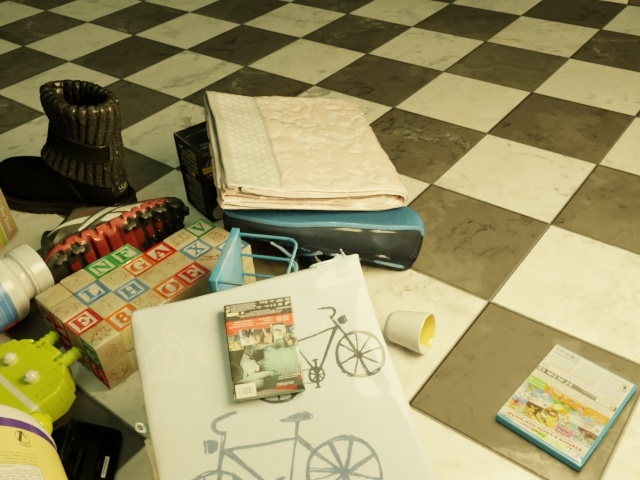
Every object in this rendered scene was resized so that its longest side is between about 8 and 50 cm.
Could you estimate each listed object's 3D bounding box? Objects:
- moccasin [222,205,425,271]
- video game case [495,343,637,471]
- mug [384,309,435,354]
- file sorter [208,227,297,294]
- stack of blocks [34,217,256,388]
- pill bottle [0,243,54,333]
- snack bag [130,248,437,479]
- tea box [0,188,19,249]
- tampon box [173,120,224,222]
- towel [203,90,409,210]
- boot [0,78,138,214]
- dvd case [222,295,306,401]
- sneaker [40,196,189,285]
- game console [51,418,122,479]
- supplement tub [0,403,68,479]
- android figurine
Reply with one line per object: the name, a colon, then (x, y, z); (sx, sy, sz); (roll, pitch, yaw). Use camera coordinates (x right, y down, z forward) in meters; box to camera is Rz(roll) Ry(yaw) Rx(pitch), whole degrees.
moccasin: (0.000, 0.000, 1.086); (0.342, 0.117, 0.138); (8, 30, 9)
video game case: (0.332, 0.218, 0.865); (0.119, 0.015, 0.166); (29, 48, 34)
mug: (0.134, 0.135, 0.966); (0.064, 0.078, 0.062); (10, 72, 31)
file sorter: (-0.090, 0.089, 0.946); (0.104, 0.170, 0.118); (7, 39, 8)
stack of blocks: (-0.272, 0.080, 1.037); (0.171, 0.087, 0.297); (27, 48, 34)
pill bottle: (-0.540, 0.099, 1.008); (0.124, 0.124, 0.221); (25, 47, 32)
snack bag: (-0.057, 0.202, 0.783); (0.323, 0.037, 0.342); (-14, 69, -10)
tea box: (-0.779, -0.020, 1.103); (0.329, 0.220, 0.323); (5, 40, 11)
tampon box: (-0.197, -0.141, 1.253); (0.120, 0.161, 0.101); (-29, 46, -28)
towel: (-0.038, -0.167, 1.135); (0.317, 0.053, 0.332); (0, 40, -17)
boot: (-0.522, -0.187, 1.260); (0.348, 0.260, 0.131); (8, 40, 15)
dvd case: (-0.069, 0.131, 0.786); (0.087, 0.013, 0.119); (-8, 67, -8)
sneaker: (-0.379, -0.023, 1.169); (0.276, 0.097, 0.135); (-29, 46, -26)
game console: (-0.323, 0.300, 0.822); (0.107, 0.071, 0.122); (20, 34, -19)
supplement tub: (-0.319, 0.338, 0.578); (0.241, 0.241, 0.331); (-24, 46, -24)
android figurine: (-0.453, 0.228, 0.873); (0.248, 0.056, 0.273); (22, 50, 37)
